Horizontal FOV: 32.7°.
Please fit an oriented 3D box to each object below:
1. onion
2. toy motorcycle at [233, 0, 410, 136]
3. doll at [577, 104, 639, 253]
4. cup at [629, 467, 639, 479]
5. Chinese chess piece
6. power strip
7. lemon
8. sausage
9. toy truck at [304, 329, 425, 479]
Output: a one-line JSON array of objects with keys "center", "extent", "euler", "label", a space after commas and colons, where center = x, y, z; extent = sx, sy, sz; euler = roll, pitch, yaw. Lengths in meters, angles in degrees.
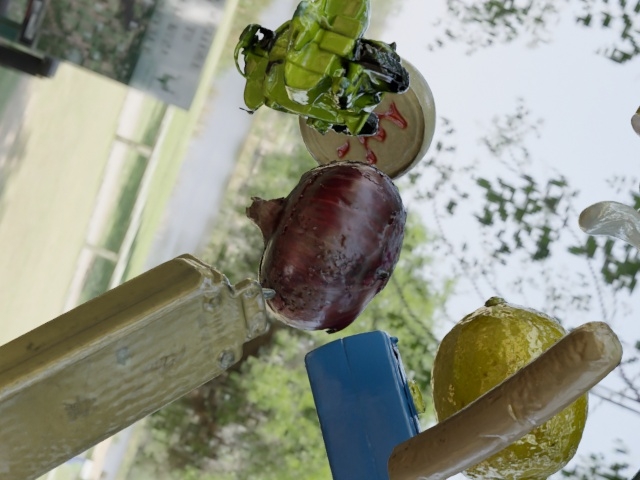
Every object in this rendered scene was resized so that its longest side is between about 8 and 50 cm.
[{"center": [0.000, 0.000, 1.475], "extent": [0.252, 0.219, 0.252], "euler": [-55, 171, -13], "label": "onion"}, {"center": [-0.003, -0.206, 1.296], "extent": [0.342, 0.206, 0.142], "euler": [142, -33, -82], "label": "toy motorcycle"}, {"center": [0.656, -0.081, 1.871], "extent": [0.187, 0.376, 0.365], "euler": [-31, -148, 55], "label": "doll"}, {"center": [0.525, 0.286, 1.167], "extent": [0.311, 0.331, 0.257], "euler": [-57, 162, 26], "label": "cup"}, {"center": [0.084, -0.221, 1.949], "extent": [0.249, 0.250, 0.103], "euler": [-65, 177, 30], "label": "Chinese chess piece"}, {"center": [-0.150, 0.085, 0.531], "extent": [0.305, 0.044, 0.064], "euler": [-28, 127, -27], "label": "power strip"}, {"center": [0.296, 0.245, 1.706], "extent": [0.245, 0.245, 0.319], "euler": [127, -43, -76], "label": "lemon"}, {"center": [0.187, 0.178, 1.127], "extent": [0.301, 0.066, 0.065], "euler": [-42, -162, 35], "label": "sausage"}, {"center": [0.088, 0.311, 1.539], "extent": [0.162, 0.161, 0.384], "euler": [62, 13, -61], "label": "toy truck"}]
